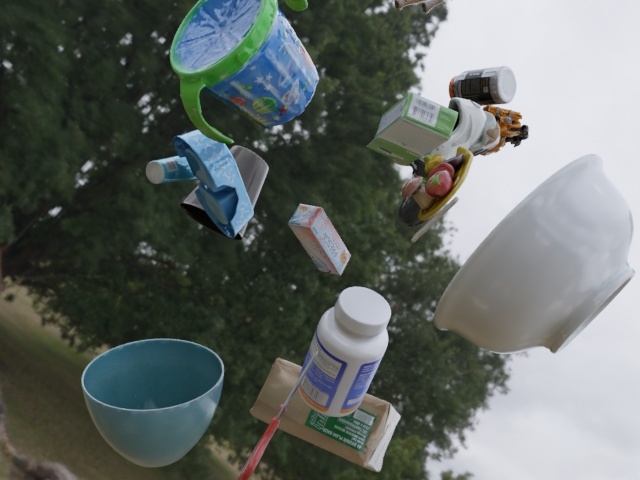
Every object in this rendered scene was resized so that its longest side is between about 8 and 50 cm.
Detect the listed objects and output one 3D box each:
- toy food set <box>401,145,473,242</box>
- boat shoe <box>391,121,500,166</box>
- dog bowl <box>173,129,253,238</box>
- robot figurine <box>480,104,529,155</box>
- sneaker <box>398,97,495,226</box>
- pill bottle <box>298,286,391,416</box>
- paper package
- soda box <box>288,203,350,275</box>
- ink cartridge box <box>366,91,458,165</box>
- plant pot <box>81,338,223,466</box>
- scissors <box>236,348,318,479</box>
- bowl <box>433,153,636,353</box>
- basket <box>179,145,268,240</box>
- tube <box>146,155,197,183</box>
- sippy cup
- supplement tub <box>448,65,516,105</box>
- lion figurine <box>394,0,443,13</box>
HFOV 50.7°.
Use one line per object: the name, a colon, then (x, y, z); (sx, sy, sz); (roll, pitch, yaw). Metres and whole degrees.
toy food set: (0.201, -0.107, 1.218); (0.071, 0.218, 0.128); (40, -52, -7)
boat shoe: (0.332, -0.242, 1.776); (0.285, 0.103, 0.092); (-14, -24, 18)
dog bowl: (-0.242, -0.138, 1.581); (0.166, 0.074, 0.297); (38, -24, 38)
robot figurine: (0.507, -0.335, 2.070); (0.211, 0.085, 0.291); (11, -11, -11)
sneaker: (0.259, -0.190, 1.593); (0.146, 0.330, 0.122); (23, 13, -38)
pill bottle: (0.055, 0.234, 1.437); (0.152, 0.152, 0.272); (32, -54, 18)
paper package: (0.021, 0.457, 1.761); (0.325, 0.168, 0.309); (20, -15, 19)
soda box: (0.000, 0.000, 1.478); (0.063, 0.058, 0.183); (11, -31, 34)
ink cartridge box: (0.183, -0.226, 1.394); (0.109, 0.062, 0.209); (21, -13, -11)
plant pot: (-0.353, 0.366, 1.452); (0.290, 0.290, 0.195); (22, -63, 44)
scissors: (-0.085, 0.347, 1.340); (0.021, 0.297, 0.109); (29, -15, 3)
bowl: (0.293, 0.047, 0.850); (0.134, 0.298, 0.298); (46, -11, 23)
basket: (-0.259, -0.145, 1.934); (0.204, 0.227, 0.154); (27, -19, 4)
tube: (-0.330, -0.174, 1.619); (0.052, 0.080, 0.207); (0, 10, 27)
sippy cup: (-0.128, -0.341, 1.296); (0.224, 0.305, 0.240); (40, 17, -45)
supplement tub: (0.505, -0.480, 2.119); (0.190, 0.117, 0.117); (6, -33, 46)
lion figurine: (0.349, -0.720, 1.863); (0.392, 0.240, 0.142); (-129, -159, -55)
